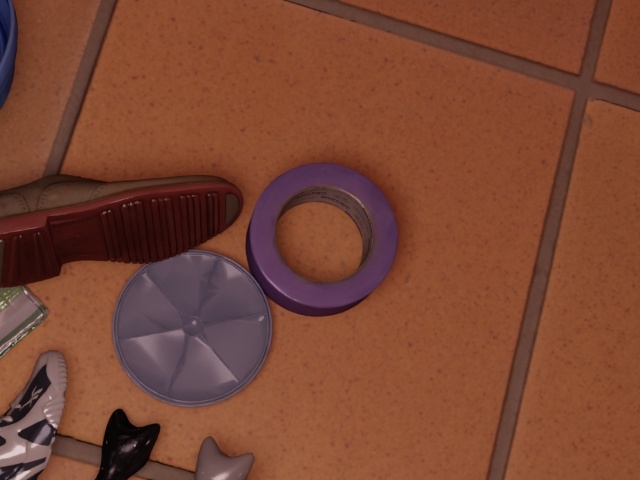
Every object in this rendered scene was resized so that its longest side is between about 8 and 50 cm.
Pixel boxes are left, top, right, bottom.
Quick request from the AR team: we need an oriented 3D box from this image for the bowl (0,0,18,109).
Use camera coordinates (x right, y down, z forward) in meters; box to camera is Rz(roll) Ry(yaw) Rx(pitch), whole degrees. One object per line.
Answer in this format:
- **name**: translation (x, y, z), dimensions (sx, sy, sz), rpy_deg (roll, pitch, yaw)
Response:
- **bowl**: translation (-0.559, -0.220, 1.479), dimensions (0.391, 0.077, 0.391), rpy_deg (1, 54, -1)

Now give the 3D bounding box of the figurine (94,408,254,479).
- **figurine**: translation (-0.196, 0.318, 1.446), dimensions (0.215, 0.092, 0.209), rpy_deg (12, 68, 21)

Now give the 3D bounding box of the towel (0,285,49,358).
- **towel**: translation (-0.430, 0.074, 1.527), dimensions (0.113, 0.023, 0.152), rpy_deg (-43, 86, -15)

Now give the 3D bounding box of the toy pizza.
- **toy pizza**: translation (-0.162, 0.111, 1.552), dimensions (0.201, 0.032, 0.201), rpy_deg (2, 76, -6)

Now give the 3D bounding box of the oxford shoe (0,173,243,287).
- **oxford shoe**: translation (-0.273, -0.045, 1.523), dimensions (0.348, 0.123, 0.130), rpy_deg (-9, 46, -17)

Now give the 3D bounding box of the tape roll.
- **tape roll**: translation (0.000, 0.000, 1.575), dimensions (0.189, 0.080, 0.188), rpy_deg (2, 77, -8)

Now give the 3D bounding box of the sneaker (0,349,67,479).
- **sneaker**: translation (-0.396, 0.233, 1.459), dimensions (0.153, 0.094, 0.234), rpy_deg (16, 86, -13)
